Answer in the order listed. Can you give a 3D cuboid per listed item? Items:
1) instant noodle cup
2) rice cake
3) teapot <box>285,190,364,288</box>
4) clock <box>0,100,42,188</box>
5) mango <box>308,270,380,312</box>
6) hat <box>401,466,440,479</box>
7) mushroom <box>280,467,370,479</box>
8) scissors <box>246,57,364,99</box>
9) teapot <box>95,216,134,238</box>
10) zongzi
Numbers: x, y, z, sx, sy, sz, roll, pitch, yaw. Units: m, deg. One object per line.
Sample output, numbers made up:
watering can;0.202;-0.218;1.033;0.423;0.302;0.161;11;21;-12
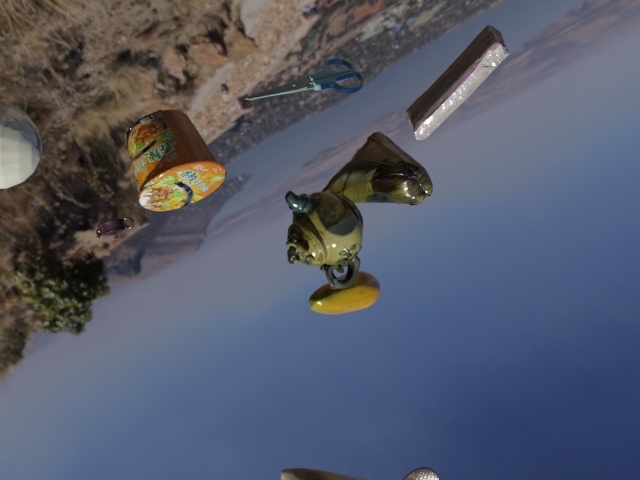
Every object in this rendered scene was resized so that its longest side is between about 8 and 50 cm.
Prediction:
instant noodle cup;-0.379;-0.208;1.369;0.230;0.182;0.230;-25;167;-6
rice cake;0.321;-0.373;1.297;0.298;0.050;0.106;-45;-144;29
teapot;0.000;0.000;1.206;0.183;0.269;0.173;-37;-156;-30
clock;-0.666;-0.171;0.850;0.342;0.183;0.326;9;177;27
mango;0.076;0.163;1.650;0.177;0.119;0.317;-26;169;39
hat;0.253;0.733;1.558;0.193;0.193;0.082;-30;-161;-26
mushroom;0.082;0.472;0.853;0.128;0.350;0.128;-44;162;-19
scissors;-0.060;-0.564;1.954;0.447;0.192;0.029;-19;148;-19
teapot;-0.492;-0.027;1.291;0.100;0.045;0.068;-16;-178;6
zongzi;0.122;-0.133;1.452;0.300;0.138;0.286;-35;-146;4
